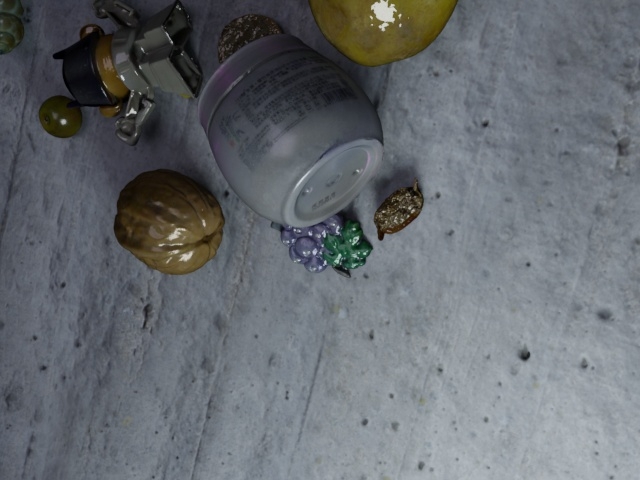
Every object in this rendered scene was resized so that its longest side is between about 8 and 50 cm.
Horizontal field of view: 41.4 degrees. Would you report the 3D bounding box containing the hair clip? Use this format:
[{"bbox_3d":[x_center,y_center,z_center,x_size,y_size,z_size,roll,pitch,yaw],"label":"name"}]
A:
[{"bbox_3d":[0.001,-0.001,1.541,0.196,0.052,0.124,19,111,14],"label":"hair clip"}]

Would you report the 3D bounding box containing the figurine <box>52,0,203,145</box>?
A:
[{"bbox_3d":[-0.382,-0.342,1.636,0.309,0.143,0.308,-6,73,18],"label":"figurine"}]

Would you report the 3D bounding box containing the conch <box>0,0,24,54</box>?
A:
[{"bbox_3d":[-0.683,-0.464,1.781,0.116,0.106,0.172,-4,93,25],"label":"conch"}]

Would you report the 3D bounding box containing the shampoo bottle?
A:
[{"bbox_3d":[-0.050,-0.183,1.424,0.273,0.273,0.266,-46,66,20],"label":"shampoo bottle"}]

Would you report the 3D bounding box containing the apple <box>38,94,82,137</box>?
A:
[{"bbox_3d":[-0.537,-0.254,1.748,0.090,0.074,0.089,16,119,32],"label":"apple"}]

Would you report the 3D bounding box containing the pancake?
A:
[{"bbox_3d":[-0.129,-0.348,1.584,0.152,0.025,0.151,1,94,23],"label":"pancake"}]

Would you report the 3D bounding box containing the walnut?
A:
[{"bbox_3d":[-0.289,-0.035,1.589,0.213,0.213,0.213,2,94,24],"label":"walnut"}]

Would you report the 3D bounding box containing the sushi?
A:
[{"bbox_3d":[0.136,-0.055,1.466,0.120,0.055,0.052,-40,71,19],"label":"sushi"}]

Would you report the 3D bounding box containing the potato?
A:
[{"bbox_3d":[0.160,-0.461,1.371,0.397,0.290,0.295,-23,117,-13],"label":"potato"}]
